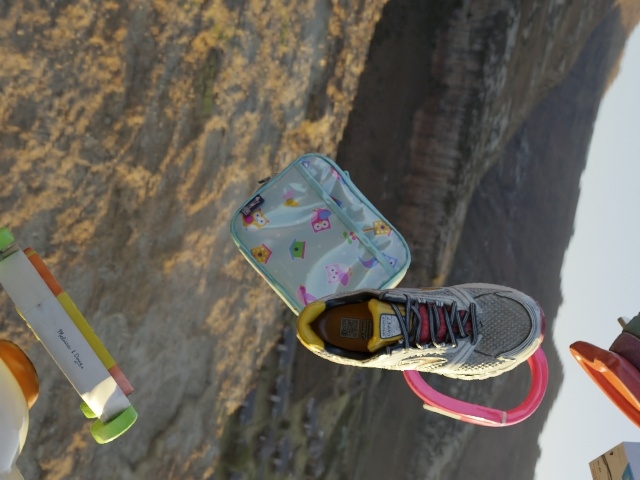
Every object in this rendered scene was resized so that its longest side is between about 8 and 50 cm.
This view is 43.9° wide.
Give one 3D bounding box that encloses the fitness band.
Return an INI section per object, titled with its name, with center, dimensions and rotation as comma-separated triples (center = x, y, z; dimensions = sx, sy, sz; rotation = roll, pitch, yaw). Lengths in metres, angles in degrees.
[fitness band]
center = 0.302, 0.249, 1.568
dimensions = 0.054, 0.290, 0.209
rotation = 89, 16, -68

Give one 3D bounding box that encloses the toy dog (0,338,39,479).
[toy dog]
center = -0.390, 0.295, 0.788
dimensions = 0.284, 0.395, 0.408
rotation = -3, 67, -42

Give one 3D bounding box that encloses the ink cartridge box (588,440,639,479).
[ink cartridge box]
center = 0.307, 0.246, 0.822
dimensions = 0.083, 0.028, 0.048
rotation = 115, -24, -52

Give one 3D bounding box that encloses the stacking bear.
[stacking bear]
center = 0.536, 0.132, 1.137
dimensions = 0.289, 0.164, 0.175
rotation = -40, -179, -1

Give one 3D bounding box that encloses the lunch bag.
[lunch bag]
center = 0.000, 0.000, 1.310
dimensions = 0.224, 0.279, 0.108
rotation = -41, 170, -4

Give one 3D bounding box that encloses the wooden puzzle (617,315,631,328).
[wooden puzzle]
center = 0.581, 0.244, 1.325
dimensions = 0.239, 0.044, 0.221
rotation = 63, 14, 2

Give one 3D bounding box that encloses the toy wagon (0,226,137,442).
[toy wagon]
center = -0.335, 0.103, 0.992
dimensions = 0.068, 0.267, 0.344
rotation = -35, -166, -17

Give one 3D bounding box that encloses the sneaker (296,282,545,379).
[sneaker]
center = 0.084, 0.083, 0.706
dimensions = 0.092, 0.225, 0.088
rotation = 19, 66, -71
